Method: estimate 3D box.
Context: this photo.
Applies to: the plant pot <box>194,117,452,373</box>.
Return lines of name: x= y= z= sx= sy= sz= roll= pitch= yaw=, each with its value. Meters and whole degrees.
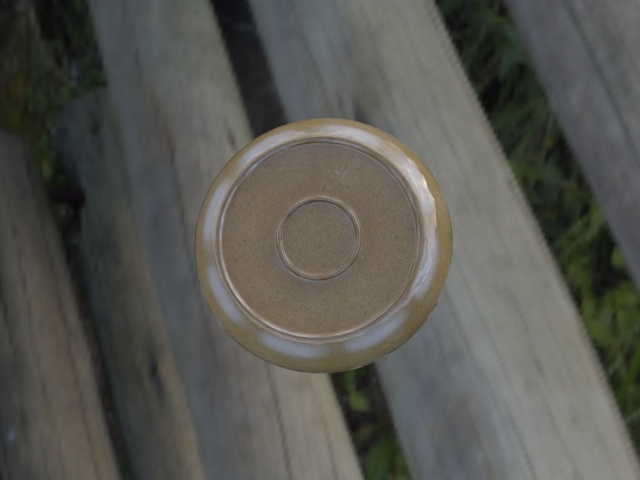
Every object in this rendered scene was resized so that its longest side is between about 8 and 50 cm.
plant pot: x=0.000 y=0.000 z=1.683 sx=0.236 sy=0.032 sz=0.236 roll=-2 pitch=77 yaw=7
